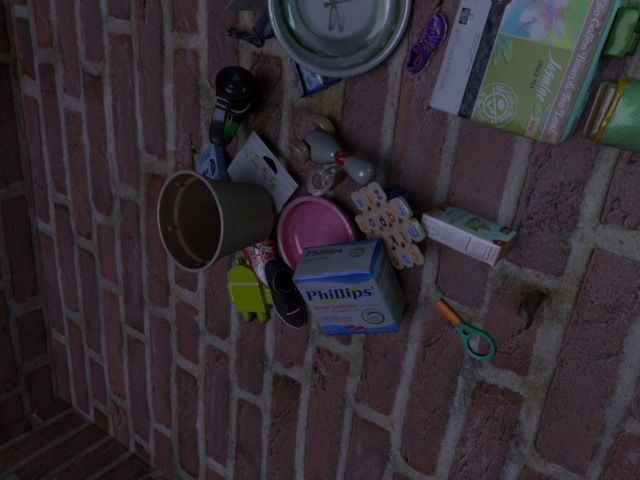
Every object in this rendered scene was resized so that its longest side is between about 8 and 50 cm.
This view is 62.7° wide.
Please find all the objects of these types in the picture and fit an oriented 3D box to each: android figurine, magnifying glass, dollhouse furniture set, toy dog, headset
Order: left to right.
[{"bbox_3d":[-0.302,-0.516,1.784,0.185,0.243,0.395,24,90,-1],"label":"headset"},{"bbox_3d":[-0.287,0.201,2.121,0.248,0.056,0.273,-6,102,38],"label":"android figurine"},{"bbox_3d":[0.044,-0.245,1.656,0.220,0.161,0.334,-27,53,3],"label":"toy dog"},{"bbox_3d":[0.445,0.275,1.630,0.231,0.026,0.092,48,127,14],"label":"magnifying glass"},{"bbox_3d":[0.711,-0.330,1.147,0.197,0.151,0.302,24,118,28],"label":"dollhouse furniture set"}]

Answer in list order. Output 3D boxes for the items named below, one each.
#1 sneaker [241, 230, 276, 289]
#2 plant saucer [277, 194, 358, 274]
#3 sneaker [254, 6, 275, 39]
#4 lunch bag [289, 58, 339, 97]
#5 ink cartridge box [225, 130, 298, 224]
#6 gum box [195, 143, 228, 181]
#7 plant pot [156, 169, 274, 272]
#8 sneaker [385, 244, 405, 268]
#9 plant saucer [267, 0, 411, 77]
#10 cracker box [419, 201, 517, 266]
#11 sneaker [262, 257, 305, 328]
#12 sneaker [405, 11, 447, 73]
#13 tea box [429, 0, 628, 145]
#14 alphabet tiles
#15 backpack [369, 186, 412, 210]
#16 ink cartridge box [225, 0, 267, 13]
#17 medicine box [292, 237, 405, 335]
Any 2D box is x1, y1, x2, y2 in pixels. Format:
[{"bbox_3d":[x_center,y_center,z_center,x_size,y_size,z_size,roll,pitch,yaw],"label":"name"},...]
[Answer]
[{"bbox_3d":[-0.202,0.058,1.989,0.270,0.090,0.145,55,131,12],"label":"sneaker"},{"bbox_3d":[0.000,0.000,1.826,0.332,0.084,0.333,12,112,34],"label":"plant saucer"},{"bbox_3d":[-0.076,-0.691,1.629,0.318,0.112,0.131,-23,88,40],"label":"sneaker"},{"bbox_3d":[-0.033,-0.535,1.668,0.151,0.096,0.129,-6,105,52],"label":"lunch bag"},{"bbox_3d":[-0.206,-0.225,1.916,0.275,0.060,0.239,51,127,12],"label":"ink cartridge box"},{"bbox_3d":[-0.420,-0.260,2.025,0.157,0.041,0.185,-32,63,43],"label":"gum box"},{"bbox_3d":[-0.337,-0.081,1.814,0.333,0.305,0.334,8,102,37],"label":"plant pot"},{"bbox_3d":[0.228,0.052,1.701,0.175,0.064,0.068,-37,63,33],"label":"sneaker"},{"bbox_3d":[0.053,-0.674,1.486,0.399,0.101,0.401,1,117,2],"label":"plant saucer"},{"bbox_3d":[0.410,-0.024,1.470,0.232,0.155,0.067,28,119,26],"label":"cracker box"},{"bbox_3d":[-0.122,0.212,1.922,0.296,0.104,0.147,68,167,-16],"label":"sneaker"},{"bbox_3d":[0.288,-0.537,1.440,0.068,0.071,0.170,36,122,22],"label":"sneaker"},{"bbox_3d":[0.481,-0.436,1.236,0.323,0.220,0.329,25,119,27],"label":"tea box"},{"bbox_3d":[0.200,-0.042,1.558,0.278,0.021,0.284,58,156,-4],"label":"alphabet tiles"},{"bbox_3d":[0.208,-0.109,1.630,0.120,0.097,0.101,-9,96,50],"label":"backpack"},{"bbox_3d":[-0.127,-0.792,1.536,0.296,0.261,0.066,-35,84,38],"label":"ink cartridge box"},{"bbox_3d":[0.096,0.154,1.665,0.263,0.149,0.289,-8,131,26],"label":"medicine box"}]
